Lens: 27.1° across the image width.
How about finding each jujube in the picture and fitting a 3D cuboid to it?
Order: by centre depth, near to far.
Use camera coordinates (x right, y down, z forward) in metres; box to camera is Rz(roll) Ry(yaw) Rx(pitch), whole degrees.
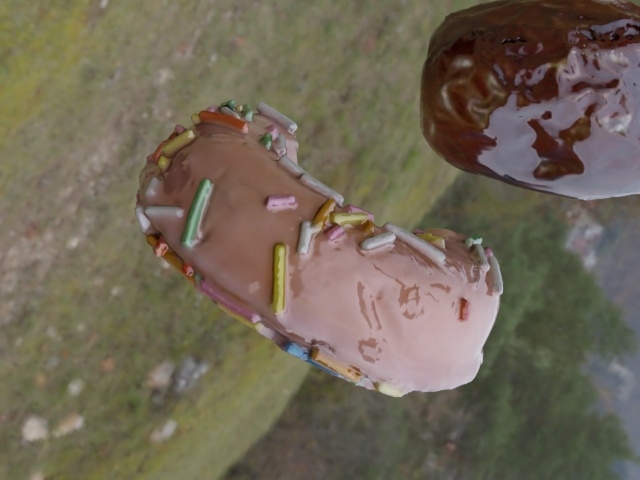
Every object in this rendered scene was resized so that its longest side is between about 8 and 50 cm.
[{"bbox_3d":[0.213,-0.128,1.171,0.183,0.243,0.183,6,90,-80],"label":"jujube"}]

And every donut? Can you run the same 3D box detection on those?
[{"bbox_3d":[0.000,0.000,0.764,0.085,0.233,0.199,-60,174,16],"label":"donut"}]
